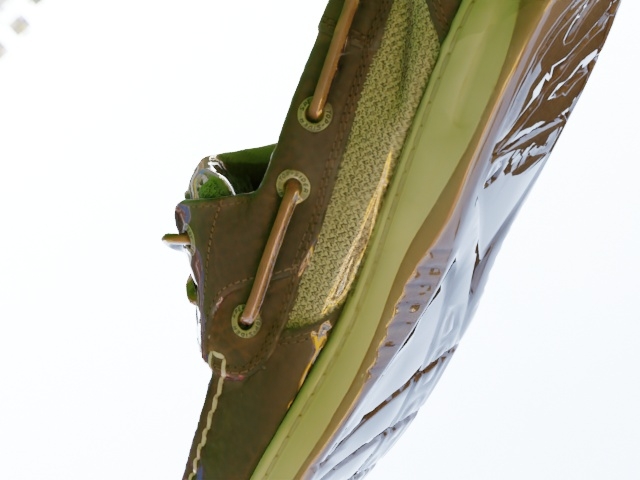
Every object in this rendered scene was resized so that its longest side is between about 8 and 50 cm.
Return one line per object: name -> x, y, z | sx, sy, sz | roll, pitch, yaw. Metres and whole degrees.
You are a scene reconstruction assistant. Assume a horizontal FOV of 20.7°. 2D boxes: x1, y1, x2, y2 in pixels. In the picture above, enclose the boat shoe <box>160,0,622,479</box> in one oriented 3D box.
boat shoe -> 0.000, 0.000, 0.745 | 0.123, 0.123, 0.342 | 34, -60, 18
